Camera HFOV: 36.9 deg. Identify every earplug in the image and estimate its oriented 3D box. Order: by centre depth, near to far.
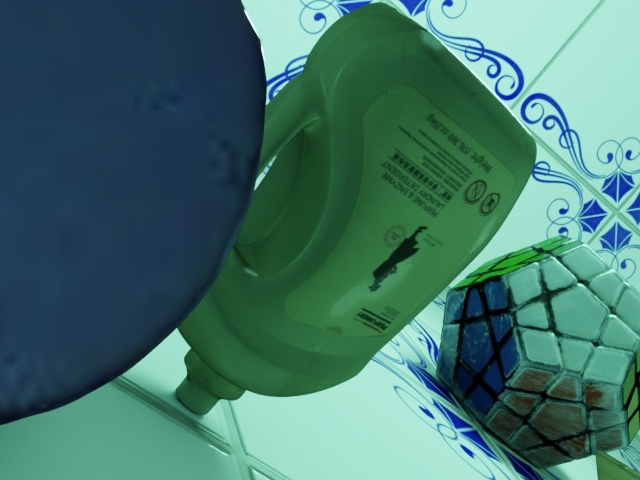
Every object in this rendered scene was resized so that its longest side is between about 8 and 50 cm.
[{"bbox_3d":[-0.157,-0.084,0.514,0.215,0.215,0.456,38,4,-14],"label":"earplug"}]

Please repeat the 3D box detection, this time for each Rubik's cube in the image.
[{"bbox_3d":[0.315,0.146,1.302,0.264,0.319,0.319,5,25,-29],"label":"Rubik's cube"}]

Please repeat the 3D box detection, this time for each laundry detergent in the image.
[{"bbox_3d":[0.000,0.000,0.563,0.181,0.253,0.091,35,9,-45],"label":"laundry detergent"}]

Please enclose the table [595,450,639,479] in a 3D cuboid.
[{"bbox_3d":[0.296,0.279,0.880,0.167,0.167,0.226,40,-3,0],"label":"table"}]
